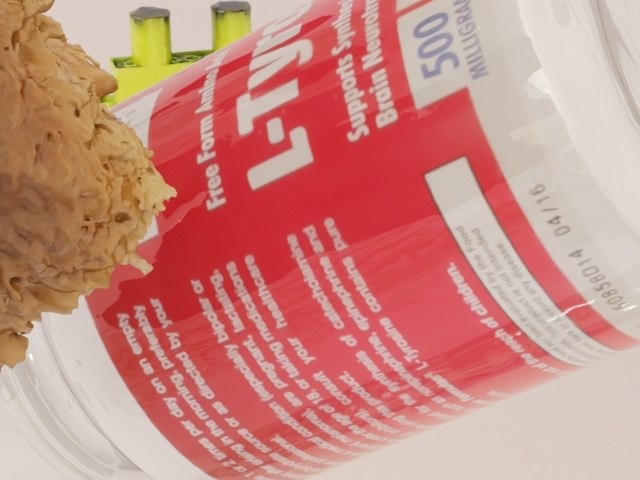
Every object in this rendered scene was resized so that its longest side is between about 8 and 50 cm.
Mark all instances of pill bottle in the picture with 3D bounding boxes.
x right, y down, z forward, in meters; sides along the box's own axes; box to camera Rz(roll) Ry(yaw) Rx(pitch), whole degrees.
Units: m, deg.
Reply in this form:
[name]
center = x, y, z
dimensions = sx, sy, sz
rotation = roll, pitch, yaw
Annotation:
[pill bottle]
center = 0.000, 0.000, 0.993
dimensions = 0.229, 0.407, 0.229
rotation = 43, -147, -38

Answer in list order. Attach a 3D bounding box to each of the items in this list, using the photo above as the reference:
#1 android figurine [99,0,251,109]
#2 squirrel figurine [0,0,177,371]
[android figurine]
center = -0.127, -0.105, 1.930
dimensions = 0.248, 0.273, 0.056
rotation = -5, -158, -15
[squirrel figurine]
center = -0.199, -0.052, 0.682
dimensions = 0.281, 0.397, 0.370
rotation = 11, -99, 4
